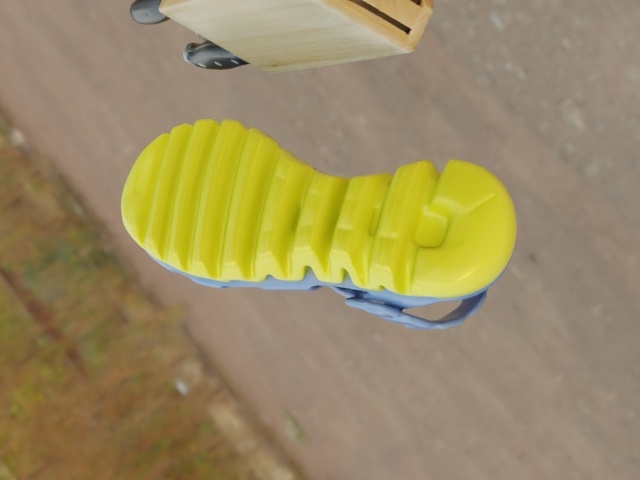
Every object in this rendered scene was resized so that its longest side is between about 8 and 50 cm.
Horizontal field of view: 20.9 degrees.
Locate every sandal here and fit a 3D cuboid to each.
[{"bbox_3d":[0.000,0.000,1.257,0.317,0.126,0.138,14,164,25],"label":"sandal"}]

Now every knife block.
[{"bbox_3d":[-0.038,-0.149,1.055,0.088,0.242,0.276,26,-143,-21],"label":"knife block"}]
